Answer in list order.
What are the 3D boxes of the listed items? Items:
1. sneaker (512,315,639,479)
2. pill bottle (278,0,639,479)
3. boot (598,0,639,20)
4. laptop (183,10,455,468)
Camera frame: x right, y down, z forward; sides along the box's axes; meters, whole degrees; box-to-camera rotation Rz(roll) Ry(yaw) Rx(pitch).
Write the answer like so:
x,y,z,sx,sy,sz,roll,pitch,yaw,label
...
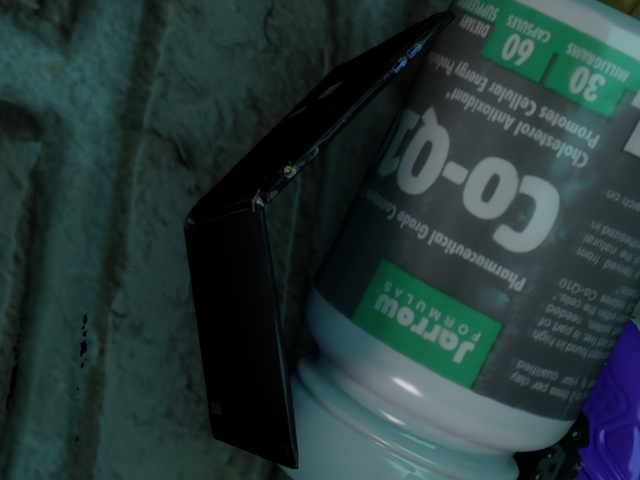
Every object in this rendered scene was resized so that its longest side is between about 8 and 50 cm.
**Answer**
x,y,z,sx,sy,sz,roll,pitch,yaw,label
0.171,0.191,1.103,0.146,0.102,0.293,9,84,-16,sneaker
0.114,0.013,1.006,0.204,0.204,0.361,23,99,-15,pill bottle
0.271,-0.107,1.144,0.295,0.104,0.211,39,83,-5,boot
0.000,0.000,0.990,0.264,0.234,0.136,-45,100,-14,laptop
